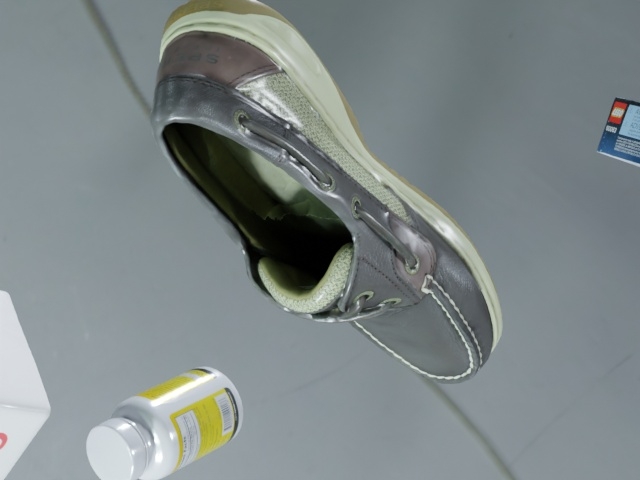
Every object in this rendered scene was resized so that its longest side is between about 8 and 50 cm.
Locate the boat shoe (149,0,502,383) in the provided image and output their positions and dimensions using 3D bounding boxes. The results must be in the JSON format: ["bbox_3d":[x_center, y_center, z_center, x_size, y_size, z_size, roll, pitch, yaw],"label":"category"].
[{"bbox_3d":[0.001,-0.001,0.565,0.223,0.080,0.073,51,46,-34],"label":"boat shoe"}]

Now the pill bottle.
[{"bbox_3d":[-0.117,0.141,1.007,0.116,0.065,0.065,-20,70,-51],"label":"pill bottle"}]

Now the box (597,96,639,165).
[{"bbox_3d":[0.332,-0.038,0.933,0.233,0.159,0.044,15,96,-24],"label":"box"}]

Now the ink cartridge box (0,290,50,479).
[{"bbox_3d":[-0.329,0.111,0.788,0.273,0.198,0.115,16,31,-42],"label":"ink cartridge box"}]
